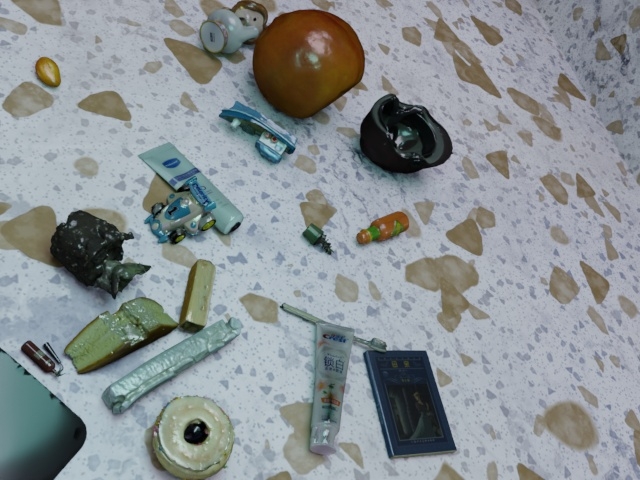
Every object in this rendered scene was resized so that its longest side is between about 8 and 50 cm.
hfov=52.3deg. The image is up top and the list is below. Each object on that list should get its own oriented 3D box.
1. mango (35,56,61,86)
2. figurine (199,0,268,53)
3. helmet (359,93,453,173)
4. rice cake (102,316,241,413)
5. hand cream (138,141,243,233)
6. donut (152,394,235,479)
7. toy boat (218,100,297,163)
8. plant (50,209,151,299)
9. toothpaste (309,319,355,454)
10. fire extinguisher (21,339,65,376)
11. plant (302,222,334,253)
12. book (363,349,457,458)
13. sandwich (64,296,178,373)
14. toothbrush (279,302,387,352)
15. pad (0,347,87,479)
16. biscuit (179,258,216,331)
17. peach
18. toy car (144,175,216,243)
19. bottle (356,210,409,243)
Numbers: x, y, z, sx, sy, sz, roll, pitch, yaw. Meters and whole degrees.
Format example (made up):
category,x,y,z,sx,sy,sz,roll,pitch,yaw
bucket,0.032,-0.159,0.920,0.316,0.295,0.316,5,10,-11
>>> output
category,x,y,z,sx,sy,sz,roll,pitch,yaw
mango,-0.700,-0.433,1.682,0.060,0.046,0.089,-26,76,-42
figurine,-0.268,-0.687,2.081,0.190,0.142,0.263,24,42,19
helmet,0.253,-0.313,2.084,0.305,0.177,0.225,27,52,-21
rice cake,-0.303,0.253,1.382,0.336,0.066,0.063,-31,84,-42
hand cream,-0.327,-0.136,1.689,0.321,0.067,0.109,42,46,14
donut,-0.256,0.395,1.300,0.175,0.068,0.174,19,47,-21
toy boat,-0.184,-0.309,1.876,0.238,0.109,0.098,33,80,-5
plant,-0.473,0.033,1.401,0.203,0.131,0.142,35,42,-5
toothpaste,0.022,0.331,1.516,0.100,0.066,0.323,14,50,-8
fire extinguisher,-0.538,0.232,1.285,0.100,0.032,0.046,41,11,3
plant,0.000,0.000,1.774,0.102,0.051,0.051,42,45,-4
book,0.219,0.398,1.616,0.191,0.025,0.269,6,54,-27
sandwich,-0.403,0.184,1.356,0.244,0.088,0.090,-27,73,-42
toothbrush,0.034,0.219,1.633,0.294,0.028,0.026,21,30,-5
pad,-0.645,0.336,1.139,0.375,0.063,0.315,46,44,-7
biscuit,-0.279,0.125,1.500,0.056,0.052,0.188,28,42,-24
peach,-0.046,-0.549,1.984,0.301,0.343,0.343,56,45,-7
toy car,-0.339,-0.074,1.573,0.161,0.098,0.126,-30,73,-25
bottle,0.177,-0.031,1.895,0.187,0.069,0.069,-22,70,-38
